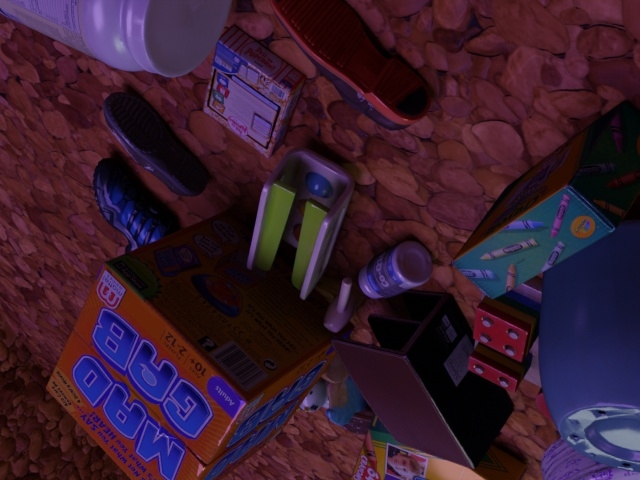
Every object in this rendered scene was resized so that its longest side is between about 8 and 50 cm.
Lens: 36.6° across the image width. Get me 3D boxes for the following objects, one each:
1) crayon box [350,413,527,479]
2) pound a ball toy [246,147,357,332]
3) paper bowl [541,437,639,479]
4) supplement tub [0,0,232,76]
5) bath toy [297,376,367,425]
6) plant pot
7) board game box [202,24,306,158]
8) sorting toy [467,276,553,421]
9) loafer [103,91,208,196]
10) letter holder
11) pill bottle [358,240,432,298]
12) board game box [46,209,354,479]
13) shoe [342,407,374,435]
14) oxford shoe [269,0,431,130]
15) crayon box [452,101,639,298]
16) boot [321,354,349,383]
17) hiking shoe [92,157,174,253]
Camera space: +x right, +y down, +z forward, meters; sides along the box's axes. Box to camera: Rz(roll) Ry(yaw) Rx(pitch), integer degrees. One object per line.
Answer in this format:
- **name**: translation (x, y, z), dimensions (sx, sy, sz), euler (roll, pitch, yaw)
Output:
- **crayon box**: translation (0.225, 0.536, 2.046), dimensions (0.313, 0.106, 0.363), euler (31, 129, 21)
- **pound a ball toy**: translation (0.000, 0.000, 1.678), dimensions (0.208, 0.136, 0.319), euler (29, 148, 8)
- **paper bowl**: translation (0.487, 0.346, 1.503), dimensions (0.284, 0.148, 0.284), euler (-1, 143, -1)
- **supplement tub**: translation (-0.313, -0.387, 1.405), dimensions (0.324, 0.235, 0.235), euler (27, 148, 22)
- **bath toy**: translation (-0.046, 0.335, 2.148), dimensions (0.151, 0.129, 0.348), euler (28, 162, -33)
- **plant pot**: translation (0.412, 0.154, 1.239), dimensions (0.293, 0.235, 0.293), euler (15, 148, 9)
- **board game box**: translation (-0.112, -0.237, 1.571), dimensions (0.146, 0.045, 0.193), euler (37, 150, 5)
- **sorting toy**: translation (0.360, 0.187, 1.563), dimensions (0.255, 0.089, 0.257), euler (26, 147, 22)
- **loafer**: translation (-0.328, -0.173, 1.850), dimensions (0.251, 0.094, 0.087), euler (49, 145, -16)
- **letter holder**: translation (0.183, 0.248, 1.787), dimensions (0.214, 0.152, 0.302), euler (5, 135, 48)
- **pill bottle**: translation (0.125, 0.054, 1.661), dimensions (0.078, 0.078, 0.137), euler (45, 149, -8)
- **board game box**: translation (-0.229, 0.223, 1.846), dimensions (0.356, 0.356, 0.356), euler (42, 125, 15)
- **shoe**: translation (0.147, 0.417, 2.156), dimensions (0.219, 0.058, 0.077), euler (17, 123, 28)
- **oxford shoe**: translation (0.027, -0.249, 1.354), dimensions (0.271, 0.097, 0.098), euler (44, 156, -7)
- **crayon box**: translation (0.301, -0.044, 1.245), dimensions (0.081, 0.165, 0.278), euler (42, 150, -3)
- **boot**: translation (-0.075, 0.194, 2.050), dimensions (0.295, 0.104, 0.211), euler (52, 147, -2)
- **hiking shoe**: translation (-0.382, -0.054, 2.094), dimensions (0.132, 0.113, 0.304), euler (-12, 121, 18)
